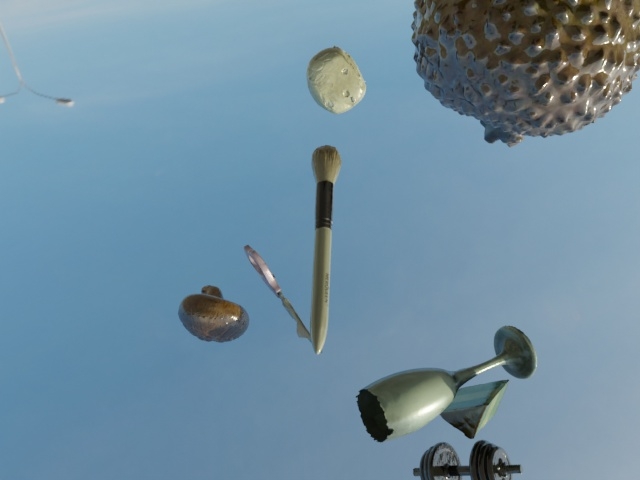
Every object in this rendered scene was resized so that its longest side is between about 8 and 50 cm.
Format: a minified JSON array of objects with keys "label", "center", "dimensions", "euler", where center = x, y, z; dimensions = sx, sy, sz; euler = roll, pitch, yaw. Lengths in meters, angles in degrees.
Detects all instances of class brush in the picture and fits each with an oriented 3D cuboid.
[{"label":"brush","center":[0.000,0.000,0.738],"dimensions":[0.042,0.039,0.300],"euler":[9,-117,-9]}]

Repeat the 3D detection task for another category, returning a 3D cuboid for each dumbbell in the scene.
[{"label":"dumbbell","center":[0.248,0.396,0.990],"dimensions":[0.208,0.099,0.099],"euler":[-21,-157,39]}]

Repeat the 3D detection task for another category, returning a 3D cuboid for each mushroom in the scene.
[{"label":"mushroom","center":[-0.174,0.123,0.928],"dimensions":[0.109,0.126,0.085],"euler":[33,-101,29]}]

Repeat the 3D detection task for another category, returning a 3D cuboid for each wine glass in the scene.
[{"label":"wine glass","center":[0.203,0.300,0.990],"dimensions":[0.309,0.265,0.096],"euler":[-16,-140,-26]}]

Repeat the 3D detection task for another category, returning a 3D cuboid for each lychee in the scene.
[{"label":"lychee","center":[0.337,-0.359,0.941],"dimensions":[0.379,0.433,0.380],"euler":[1,-150,0]}]

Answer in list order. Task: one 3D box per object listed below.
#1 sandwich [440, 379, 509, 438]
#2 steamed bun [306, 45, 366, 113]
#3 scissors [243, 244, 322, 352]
[{"label":"sandwich","center":[0.253,0.261,0.959],"dimensions":[0.074,0.117,0.074],"euler":[35,-127,30]},{"label":"steamed bun","center":[0.029,-0.333,1.198],"dimensions":[0.112,0.130,0.091],"euler":[-33,-163,14]},{"label":"scissors","center":[-0.062,0.099,0.943],"dimensions":[0.021,0.110,0.212],"euler":[-32,-108,-8]}]
